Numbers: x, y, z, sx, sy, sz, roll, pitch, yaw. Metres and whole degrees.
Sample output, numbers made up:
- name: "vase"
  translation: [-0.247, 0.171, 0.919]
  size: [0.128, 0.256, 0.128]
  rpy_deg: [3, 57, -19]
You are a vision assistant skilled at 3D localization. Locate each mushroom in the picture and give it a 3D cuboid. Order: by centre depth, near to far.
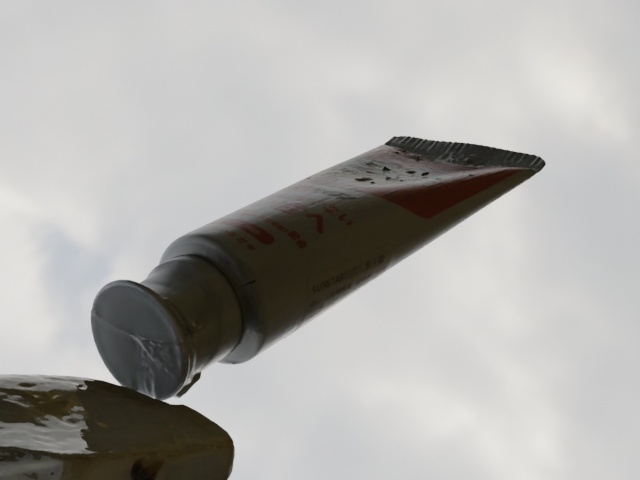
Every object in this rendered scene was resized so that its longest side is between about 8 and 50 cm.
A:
- name: "mushroom"
  translation: [-0.158, 0.097, 0.749]
  size: [0.096, 0.247, 0.108]
  rpy_deg: [44, -128, -54]

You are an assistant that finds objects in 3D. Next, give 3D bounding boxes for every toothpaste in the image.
- name: "toothpaste"
  translation: [0.000, 0.000, 0.841]
  size: [0.234, 0.089, 0.057]
  rpy_deg: [-29, -59, -46]
